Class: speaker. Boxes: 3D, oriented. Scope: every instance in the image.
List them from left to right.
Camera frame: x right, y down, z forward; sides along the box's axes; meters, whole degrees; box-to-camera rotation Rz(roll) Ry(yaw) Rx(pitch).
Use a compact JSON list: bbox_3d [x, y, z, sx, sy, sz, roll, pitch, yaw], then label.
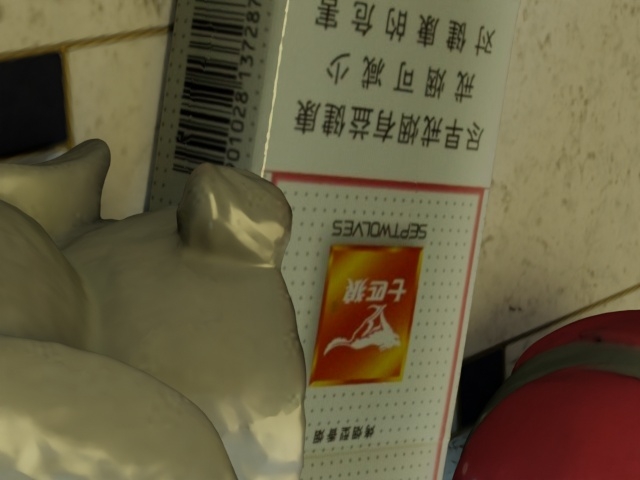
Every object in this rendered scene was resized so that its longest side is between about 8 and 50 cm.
[{"bbox_3d":[0.219,0.198,1.075,0.294,0.294,0.294,-15,111,-44],"label":"speaker"}]

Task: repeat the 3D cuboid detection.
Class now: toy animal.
[{"bbox_3d":[-0.155,0.046,0.704,0.265,0.272,0.206,8,124,-26],"label":"toy animal"}]

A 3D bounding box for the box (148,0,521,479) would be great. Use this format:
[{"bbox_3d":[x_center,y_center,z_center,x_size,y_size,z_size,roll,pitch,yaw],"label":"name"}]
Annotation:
[{"bbox_3d":[0.000,0.000,0.927,0.210,0.095,0.330,2,98,-46],"label":"box"}]
